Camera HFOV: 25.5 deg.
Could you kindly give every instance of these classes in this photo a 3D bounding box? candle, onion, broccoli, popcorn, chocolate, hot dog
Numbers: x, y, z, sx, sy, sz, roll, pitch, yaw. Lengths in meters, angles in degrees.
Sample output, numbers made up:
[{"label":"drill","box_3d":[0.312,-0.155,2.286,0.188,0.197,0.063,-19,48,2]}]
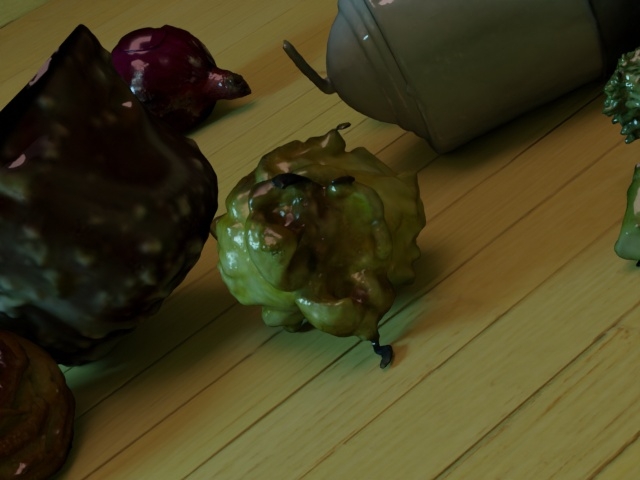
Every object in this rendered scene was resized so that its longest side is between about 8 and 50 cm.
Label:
[{"label":"candle","box_3d":[0.143,-0.211,1.318,0.343,0.221,0.221,-26,21,4]},{"label":"onion","box_3d":[-0.187,-0.208,1.793,0.198,0.135,0.173,-12,28,27]},{"label":"broccoli","box_3d":[0.255,-0.068,1.028,0.122,0.118,0.204,9,49,22]},{"label":"popcorn","box_3d":[0.010,-0.002,1.091,0.168,0.173,0.195,-8,7,-17]},{"label":"chocolate","box_3d":[-0.219,-0.007,1.210,0.340,0.210,0.225,-39,18,45]},{"label":"hot dog","box_3d":[-0.334,0.162,1.108,0.272,0.122,0.196,-18,34,14]}]
